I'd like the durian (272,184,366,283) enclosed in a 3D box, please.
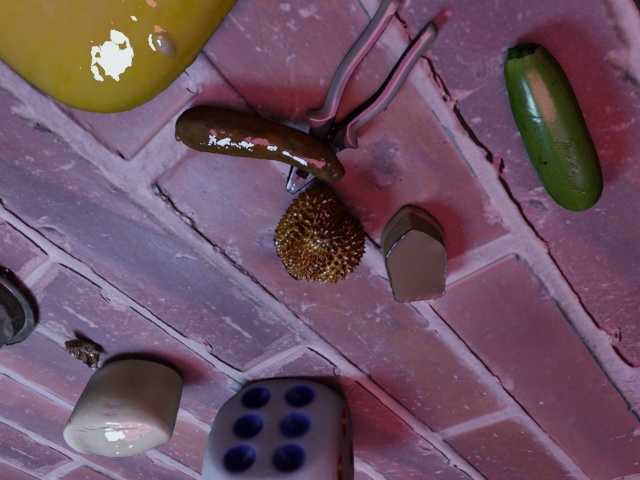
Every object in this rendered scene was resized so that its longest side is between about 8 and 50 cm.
[{"bbox_3d":[0.000,0.000,0.720,0.158,0.137,0.168,39,113,3],"label":"durian"}]

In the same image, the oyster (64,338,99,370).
[{"bbox_3d":[-0.557,0.265,0.996,0.038,0.080,0.083,-31,155,-1],"label":"oyster"}]

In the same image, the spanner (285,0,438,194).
[{"bbox_3d":[0.038,-0.192,0.631,0.096,0.040,0.324,31,121,-16],"label":"spanner"}]

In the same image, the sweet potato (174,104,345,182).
[{"bbox_3d":[-0.092,-0.149,0.631,0.274,0.075,0.075,15,126,8],"label":"sweet potato"}]

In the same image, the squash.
[{"bbox_3d":[0.341,-0.148,0.612,0.082,0.082,0.292,-28,119,22],"label":"squash"}]

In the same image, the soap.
[{"bbox_3d":[-0.259,-0.345,0.500,0.428,0.115,0.306,-32,121,25],"label":"soap"}]

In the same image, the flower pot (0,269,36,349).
[{"bbox_3d":[-0.786,0.202,0.850,0.291,0.259,0.290,2,127,3],"label":"flower pot"}]

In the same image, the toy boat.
[{"bbox_3d":[0.171,0.029,0.766,0.116,0.061,0.188,-8,124,11],"label":"toy boat"}]

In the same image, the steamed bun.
[{"bbox_3d":[-0.464,0.391,0.995,0.251,0.200,0.154,-11,123,9],"label":"steamed bun"}]

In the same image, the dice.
[{"bbox_3d":[-0.086,0.534,1.027,0.305,0.276,0.304,-4,124,11],"label":"dice"}]
